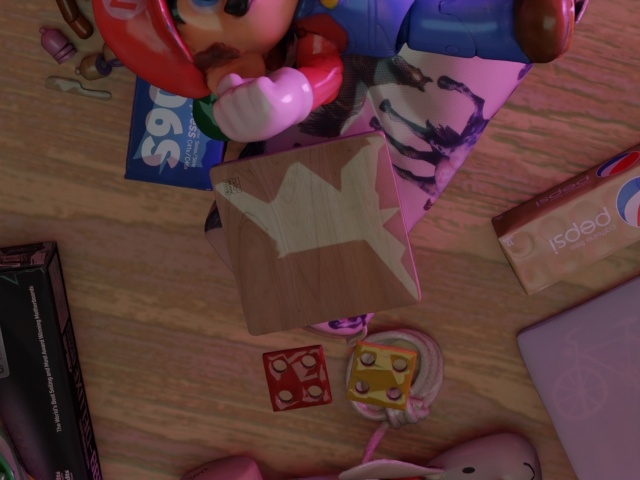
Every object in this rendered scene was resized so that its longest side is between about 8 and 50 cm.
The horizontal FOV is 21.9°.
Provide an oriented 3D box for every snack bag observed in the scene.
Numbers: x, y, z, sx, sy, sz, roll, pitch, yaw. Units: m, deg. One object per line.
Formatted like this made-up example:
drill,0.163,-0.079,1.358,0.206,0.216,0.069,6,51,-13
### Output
snack bag,0.354,0.152,1.362,0.323,0.037,0.342,-28,64,9

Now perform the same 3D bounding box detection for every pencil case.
pencil case,0.071,-0.116,1.307,0.183,0.160,0.410,30,105,-13

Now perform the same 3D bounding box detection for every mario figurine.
mario figurine,0.006,-0.176,1.106,0.320,0.198,0.170,-6,118,-3

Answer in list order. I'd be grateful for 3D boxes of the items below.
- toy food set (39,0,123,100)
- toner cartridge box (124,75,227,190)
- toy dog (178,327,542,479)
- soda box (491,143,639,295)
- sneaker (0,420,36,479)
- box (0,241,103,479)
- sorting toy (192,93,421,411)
toy food set,-0.191,-0.177,1.361,0.078,0.019,0.122,11,107,-4
toner cartridge box,-0.087,-0.227,1.270,0.075,0.165,0.348,8,108,-4
toy dog,0.020,0.251,1.423,0.333,0.161,0.220,-37,104,11
soda box,0.238,-0.026,1.389,0.181,0.058,0.061,-27,106,8
sneaker,-0.276,0.218,1.352,0.109,0.123,0.295,-27,107,8
box,-0.324,0.166,1.440,0.242,0.076,0.307,-7,108,2
sorting toy,0.000,0.000,1.234,0.132,0.046,0.274,-12,103,7
